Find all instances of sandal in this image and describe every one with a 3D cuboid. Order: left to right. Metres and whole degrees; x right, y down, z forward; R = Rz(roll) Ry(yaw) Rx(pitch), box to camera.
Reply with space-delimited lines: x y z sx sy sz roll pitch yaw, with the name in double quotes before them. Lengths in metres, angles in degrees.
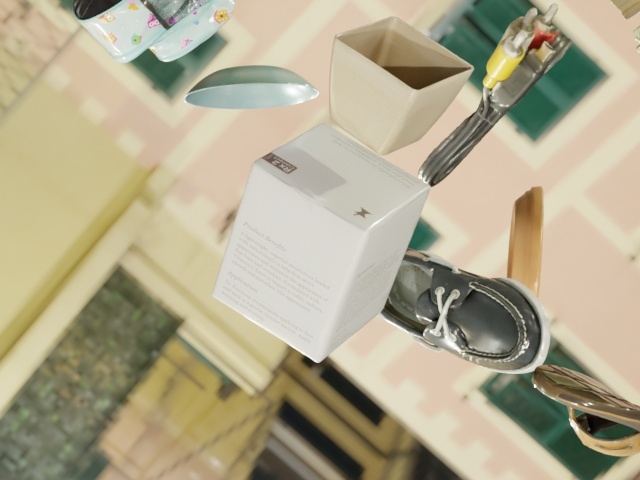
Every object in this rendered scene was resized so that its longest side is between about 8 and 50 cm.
"sandal" 0.290 0.184 1.563 0.090 0.219 0.060 34 -84 51

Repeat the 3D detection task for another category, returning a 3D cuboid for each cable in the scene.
"cable" 0.213 -0.186 1.975 0.139 0.072 0.287 -37 172 -47

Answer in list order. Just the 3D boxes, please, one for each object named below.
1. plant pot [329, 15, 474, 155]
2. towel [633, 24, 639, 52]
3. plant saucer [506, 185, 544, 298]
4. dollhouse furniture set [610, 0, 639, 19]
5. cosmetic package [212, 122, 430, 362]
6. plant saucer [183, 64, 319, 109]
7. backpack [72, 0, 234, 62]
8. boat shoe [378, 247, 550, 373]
"plant pot" 0.071 -0.150 1.594 0.109 0.109 0.096 -26 145 -48
"towel" 0.356 -0.167 1.378 0.110 0.148 0.027 -49 -175 1
"plant saucer" 0.263 0.028 2.040 0.200 0.037 0.200 4 90 -85
"dollhouse furniture set" 0.421 -0.400 1.997 0.184 0.129 0.129 -30 -122 23
"cosmetic package" 0.000 0.000 1.725 0.151 0.151 0.183 -34 151 -52
"plant saucer" -0.099 -0.222 2.251 0.195 0.195 0.037 162 -75 -72
"backpack" -0.203 -0.303 1.921 0.188 0.144 0.166 -28 -143 10
"boat shoe" 0.145 0.080 1.817 0.302 0.091 0.114 18 -79 57
